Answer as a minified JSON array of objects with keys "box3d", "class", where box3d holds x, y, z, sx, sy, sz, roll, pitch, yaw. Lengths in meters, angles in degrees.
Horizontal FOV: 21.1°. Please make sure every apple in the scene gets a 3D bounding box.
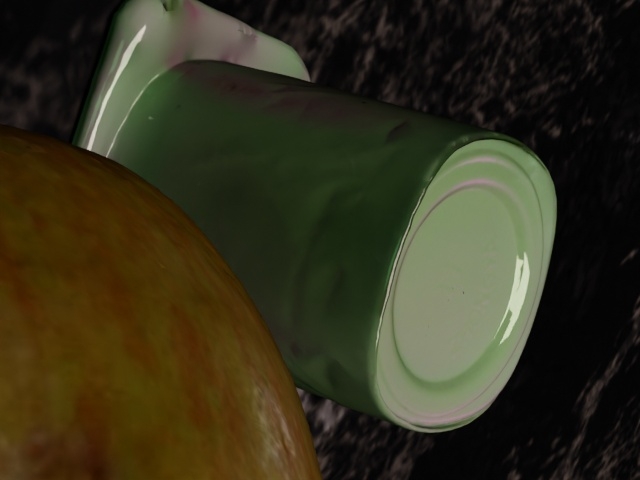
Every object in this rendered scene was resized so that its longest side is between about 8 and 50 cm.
[{"box3d":[-0.122,0.084,0.415,0.264,0.264,0.264,-29,128,-45],"class":"apple"}]

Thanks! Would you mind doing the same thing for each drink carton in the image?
[{"box3d":[0.000,0.000,0.638,0.144,0.142,0.146,17,90,-57],"class":"drink carton"}]
